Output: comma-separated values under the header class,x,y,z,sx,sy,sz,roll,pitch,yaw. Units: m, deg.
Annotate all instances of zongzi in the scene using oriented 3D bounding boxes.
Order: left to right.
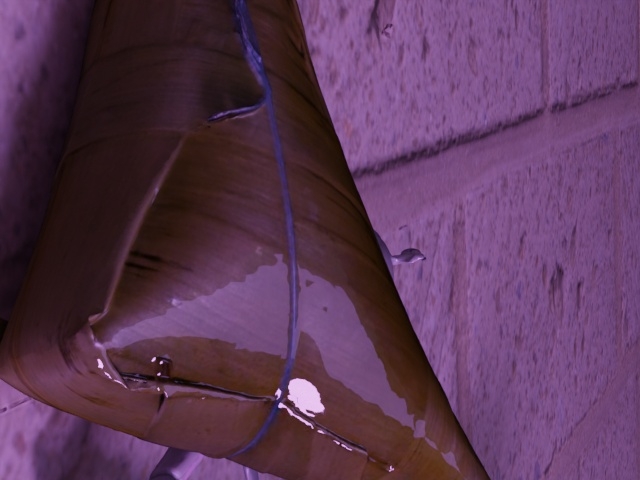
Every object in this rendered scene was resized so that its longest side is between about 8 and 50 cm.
class,x,y,z,sx,sy,sz,roll,pitch,yaw
zongzi,0.000,0.000,0.683,0.256,0.115,0.228,23,58,-24

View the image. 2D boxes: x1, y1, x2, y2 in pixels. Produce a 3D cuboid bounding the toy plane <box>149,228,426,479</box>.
class,x,y,z,sx,sy,sz,roll,pitch,yaw
toy plane,-0.034,0.055,0.742,0.273,0.107,0.182,-28,117,-65
